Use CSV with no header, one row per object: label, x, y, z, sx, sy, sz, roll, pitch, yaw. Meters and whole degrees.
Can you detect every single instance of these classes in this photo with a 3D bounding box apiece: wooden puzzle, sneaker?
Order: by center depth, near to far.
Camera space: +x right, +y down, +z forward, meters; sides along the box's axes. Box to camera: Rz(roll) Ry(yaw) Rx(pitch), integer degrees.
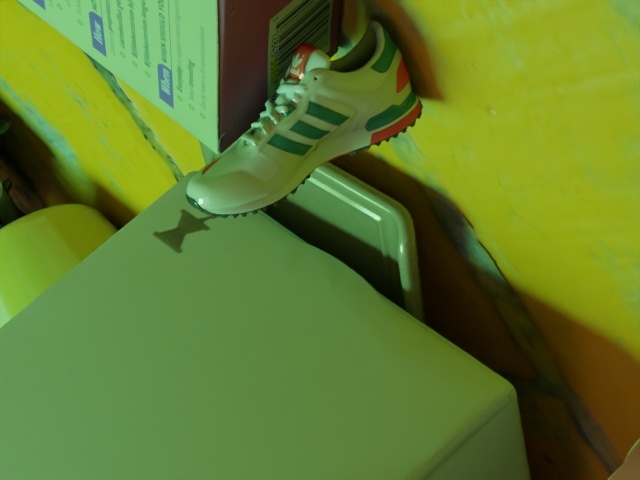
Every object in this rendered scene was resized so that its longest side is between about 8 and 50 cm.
sneaker,-0.017,-0.077,0.969,0.057,0.161,0.075,38,152,55
wooden puzzle,0.000,0.000,1.193,0.238,0.044,0.221,36,154,32

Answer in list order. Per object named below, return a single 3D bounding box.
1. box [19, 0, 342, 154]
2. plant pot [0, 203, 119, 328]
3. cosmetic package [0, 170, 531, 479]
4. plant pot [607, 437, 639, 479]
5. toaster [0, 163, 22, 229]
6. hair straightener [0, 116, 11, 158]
box,-0.108,-0.210,0.958,0.243,0.117,0.213,37,154,18
plant pot,-0.212,0.108,1.468,0.239,0.254,0.254,55,159,21
cosmetic package,-0.060,0.235,1.191,0.329,0.327,0.394,34,155,36
plant pot,0.276,0.210,0.829,0.243,0.275,0.275,31,152,48
toaster,-0.373,-0.004,1.528,0.110,0.186,0.168,33,169,3
hair straightener,-0.357,-0.104,1.588,0.230,0.047,0.089,1,129,57
